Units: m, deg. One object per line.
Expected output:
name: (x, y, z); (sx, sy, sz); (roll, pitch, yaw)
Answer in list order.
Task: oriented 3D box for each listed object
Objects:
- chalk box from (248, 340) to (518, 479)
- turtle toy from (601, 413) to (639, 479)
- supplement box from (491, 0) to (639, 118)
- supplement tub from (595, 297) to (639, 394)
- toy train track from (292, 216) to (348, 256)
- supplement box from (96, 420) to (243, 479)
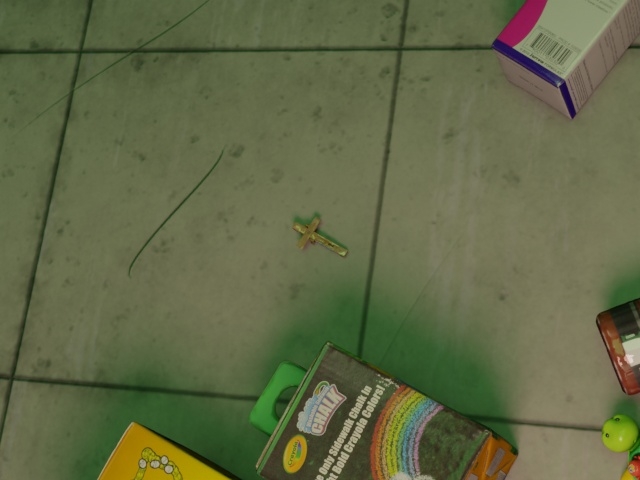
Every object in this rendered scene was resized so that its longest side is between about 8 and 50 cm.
chalk box: (0.055, 0.246, 1.530); (0.289, 0.179, 0.180); (27, 83, 26)
turtle toy: (0.380, 0.245, 1.479); (0.130, 0.066, 0.095); (30, 83, 25)
supplement box: (0.335, -0.285, 1.652); (0.111, 0.114, 0.220); (38, 88, 26)
supplement tub: (0.425, 0.099, 1.493); (0.197, 0.106, 0.106); (-22, 66, 11)
toy train track: (0.000, 0.000, 1.723); (0.083, 0.014, 0.048); (29, 76, 19)
supplement box: (-0.095, 0.389, 1.505); (0.356, 0.194, 0.195); (24, 79, 29)
